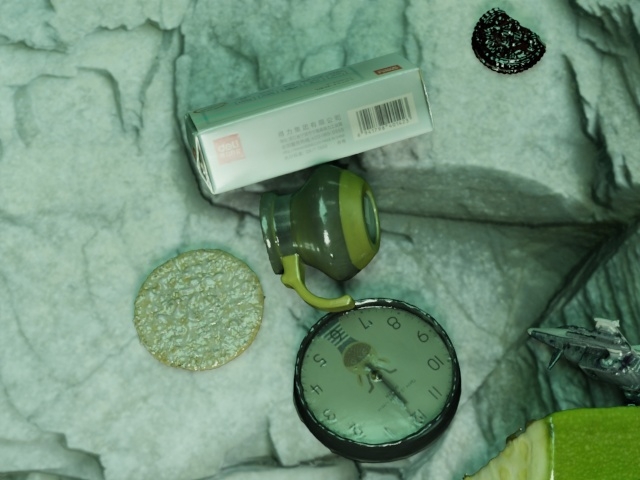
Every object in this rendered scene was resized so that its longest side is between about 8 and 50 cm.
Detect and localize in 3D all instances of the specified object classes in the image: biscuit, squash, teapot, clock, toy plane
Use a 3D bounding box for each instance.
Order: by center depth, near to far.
[{"bbox_3d":[0.305,0.259,1.739,0.289,0.203,0.111,4,54,-34],"label":"squash"},{"bbox_3d":[0.300,0.125,1.747,0.234,0.160,0.082,-2,53,42],"label":"toy plane"},{"bbox_3d":[0.060,0.147,1.808,0.185,0.040,0.184,-2,63,4],"label":"clock"},{"bbox_3d":[0.000,0.000,1.844,0.119,0.130,0.165,-10,66,15],"label":"teapot"},{"bbox_3d":[-0.134,0.077,1.869,0.152,0.020,0.152,-2,64,4],"label":"biscuit"},{"bbox_3d":[0.223,-0.237,1.998,0.087,0.027,0.089,-7,63,1],"label":"biscuit"}]

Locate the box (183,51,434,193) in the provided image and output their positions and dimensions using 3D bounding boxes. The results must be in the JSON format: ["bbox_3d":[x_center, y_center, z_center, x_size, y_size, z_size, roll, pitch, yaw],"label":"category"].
[{"bbox_3d":[-0.017,-0.135,1.899,0.269,0.135,0.079,-17,106,-6],"label":"box"}]
